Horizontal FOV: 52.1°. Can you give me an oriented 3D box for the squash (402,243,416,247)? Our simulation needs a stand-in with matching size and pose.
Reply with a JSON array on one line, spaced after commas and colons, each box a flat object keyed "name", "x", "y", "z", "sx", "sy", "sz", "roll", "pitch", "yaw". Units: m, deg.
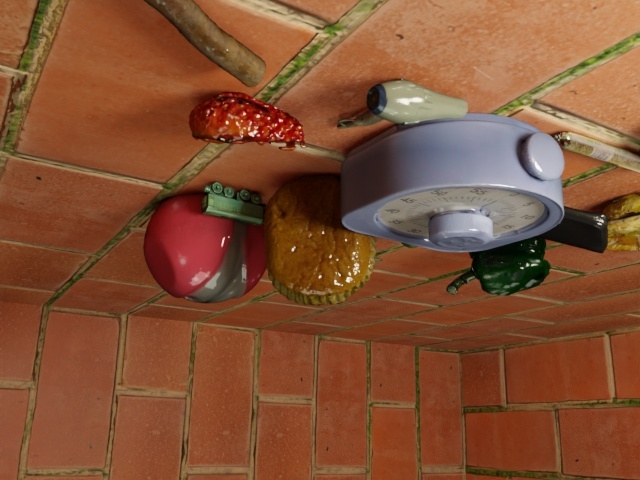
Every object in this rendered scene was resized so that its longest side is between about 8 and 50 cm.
[{"name": "squash", "x": 0.192, "y": -0.035, "z": 1.498, "sx": 0.077, "sy": 0.068, "sz": 0.219, "roll": -2, "pitch": 163, "yaw": 27}]

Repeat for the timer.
[{"name": "timer", "x": 0.254, "y": -0.081, "z": 1.162, "sx": 0.395, "sy": 0.173, "sz": 0.395, "roll": 2, "pitch": 163, "yaw": 1}]

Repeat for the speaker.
[{"name": "speaker", "x": -0.249, "y": 0.013, "z": 1.510, "sx": 0.294, "sy": 0.294, "sz": 0.294, "roll": 1, "pitch": 163, "yaw": 0}]

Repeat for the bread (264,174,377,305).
[{"name": "bread", "x": 0.000, "y": 0.000, "z": 1.315, "sx": 0.227, "sy": 0.253, "sz": 0.142, "roll": 4, "pitch": 167, "yaw": 3}]

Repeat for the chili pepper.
[{"name": "chili pepper", "x": 0.439, "y": 0.062, "z": 1.644, "sx": 0.261, "sy": 0.165, "sz": 0.174, "roll": -13, "pitch": 176, "yaw": 31}]

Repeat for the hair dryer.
[{"name": "hair dryer", "x": 0.128, "y": -0.194, "z": 1.018, "sx": 0.167, "sy": 0.067, "sz": 0.199, "roll": 0, "pitch": 175, "yaw": -16}]

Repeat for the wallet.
[{"name": "wallet", "x": 0.466, "y": -0.040, "z": 1.359, "sx": 0.250, "sy": 0.044, "sz": 0.149, "roll": 18, "pitch": 162, "yaw": 28}]

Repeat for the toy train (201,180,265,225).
[{"name": "toy train", "x": -0.181, "y": -0.077, "z": 1.381, "sx": 0.148, "sy": 0.071, "sz": 0.038, "roll": 12, "pitch": 160, "yaw": -33}]

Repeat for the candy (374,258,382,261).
[{"name": "candy", "x": 0.097, "y": 0.054, "z": 1.860, "sx": 0.202, "sy": 0.061, "sz": 0.061, "roll": 3, "pitch": 165, "yaw": -34}]

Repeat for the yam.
[{"name": "yam", "x": -0.175, "y": -0.275, "z": 0.770, "sx": 0.045, "sy": 0.045, "sz": 0.327, "roll": 28, "pitch": 180, "yaw": 36}]

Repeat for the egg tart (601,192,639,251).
[{"name": "egg tart", "x": 0.679, "y": -0.037, "z": 1.391, "sx": 0.241, "sy": 0.106, "sz": 0.241, "roll": 1, "pitch": 166, "yaw": 0}]

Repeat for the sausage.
[{"name": "sausage", "x": 0.506, "y": -0.151, "z": 1.145, "sx": 0.269, "sy": 0.033, "sz": 0.033, "roll": 10, "pitch": 161, "yaw": -27}]

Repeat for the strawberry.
[{"name": "strawberry", "x": -0.113, "y": -0.186, "z": 1.024, "sx": 0.188, "sy": 0.082, "sz": 0.121, "roll": -1, "pitch": -174, "yaw": -26}]
